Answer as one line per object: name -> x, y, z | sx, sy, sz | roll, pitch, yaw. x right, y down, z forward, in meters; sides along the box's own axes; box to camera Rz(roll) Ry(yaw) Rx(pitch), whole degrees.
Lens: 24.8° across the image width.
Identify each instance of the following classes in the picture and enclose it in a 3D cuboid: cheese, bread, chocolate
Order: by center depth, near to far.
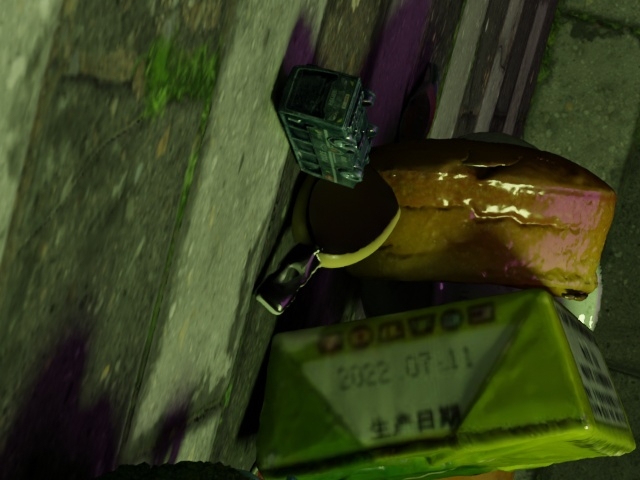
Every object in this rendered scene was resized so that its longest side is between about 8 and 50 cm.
cheese -> 0.001, 0.000, 1.196 | 0.036, 0.086, 0.162 | -30, -162, 53
chocolate -> 0.120, 0.146, 1.335 | 0.301, 0.289, 0.137 | 29, 53, -68
bread -> 0.143, -0.022, 1.346 | 0.195, 0.269, 0.143 | -174, -93, -70

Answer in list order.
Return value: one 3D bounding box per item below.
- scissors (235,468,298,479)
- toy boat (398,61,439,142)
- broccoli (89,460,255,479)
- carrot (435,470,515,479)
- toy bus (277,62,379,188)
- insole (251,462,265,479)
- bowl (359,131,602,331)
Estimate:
scissors -> -0.120, 0.322, 0.950 | 0.032, 0.180, 0.393 | 44, 72, -37
toy boat -> 0.121, -0.156, 1.658 | 0.122, 0.034, 0.096 | -60, 168, -57
broccoli -> -0.075, 0.244, 0.792 | 0.269, 0.241, 0.261 | -48, -155, 31
carrot -> 0.161, 0.269, 1.989 | 0.341, 0.224, 0.224 | 89, 20, -46
toy bus -> 0.007, -0.084, 1.102 | 0.166, 0.065, 0.047 | 69, 38, -75
insole -> -0.055, 0.249, 1.433 | 0.193, 0.006, 0.065 | 70, 38, -71
bowl -> 0.130, 0.041, 1.538 | 0.146, 0.313, 0.313 | -5, 115, -43
